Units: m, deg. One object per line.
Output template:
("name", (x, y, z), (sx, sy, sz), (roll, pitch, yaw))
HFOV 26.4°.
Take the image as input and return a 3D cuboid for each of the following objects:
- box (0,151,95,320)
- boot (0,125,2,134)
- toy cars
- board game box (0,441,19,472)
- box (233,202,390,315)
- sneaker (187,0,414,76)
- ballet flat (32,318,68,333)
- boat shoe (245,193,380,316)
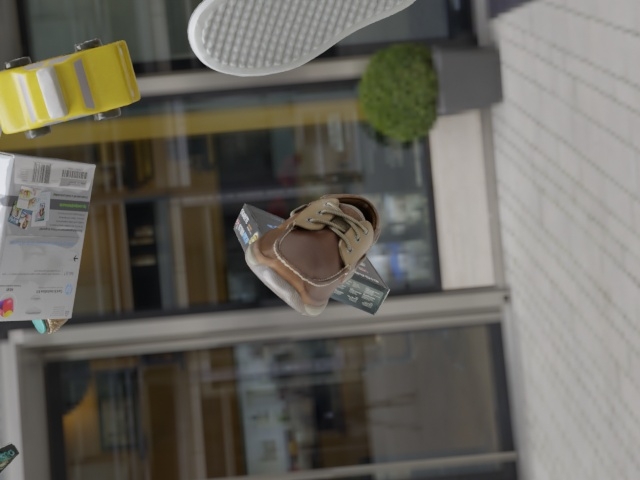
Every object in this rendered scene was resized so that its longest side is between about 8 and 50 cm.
("box", (-0.327, -0.003, 1.553), (0.145, 0.038, 0.186), (2, -83, -61))
("boot", (-0.519, -0.238, 1.832), (0.258, 0.095, 0.123), (60, 168, -17))
("toy cars", (-0.419, -0.235, 1.690), (0.176, 0.393, 0.087), (-63, 4, 12))
("board game box", (-0.555, 0.384, 2.090), (0.026, 0.186, 0.126), (53, -145, 10))
("box", (-0.017, 0.027, 2.100), (0.051, 0.220, 0.175), (-63, 18, 12))
("sneaker", (-0.031, -0.291, 1.692), (0.127, 0.321, 0.126), (25, 132, 58))
("ballet flat", (-0.441, 0.041, 2.081), (0.073, 0.067, 0.206), (-6, 110, 56))
("boat shoe", (0.000, 0.000, 1.665), (0.116, 0.123, 0.324), (-50, 0, 16))
